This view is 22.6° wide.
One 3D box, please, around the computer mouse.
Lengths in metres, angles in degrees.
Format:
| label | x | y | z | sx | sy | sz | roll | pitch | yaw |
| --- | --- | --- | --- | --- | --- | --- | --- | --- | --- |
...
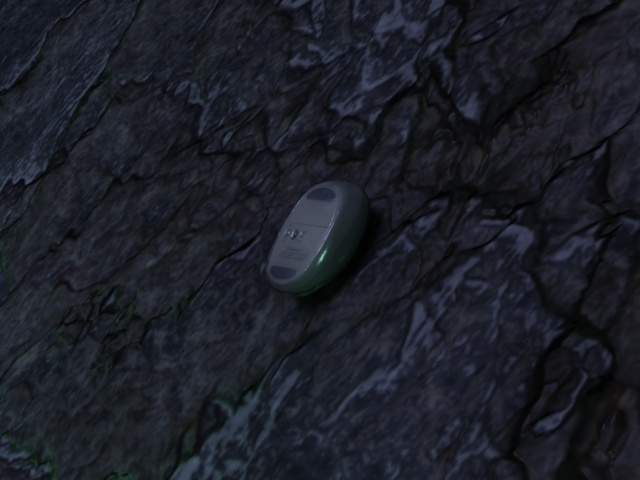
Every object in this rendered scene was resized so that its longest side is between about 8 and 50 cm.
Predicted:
| label | x | y | z | sx | sy | sz | roll | pitch | yaw |
| --- | --- | --- | --- | --- | --- | --- | --- | --- | --- |
| computer mouse | 0.002 | 0.001 | 1.142 | 0.066 | 0.039 | 0.096 | 9 | 68 | 54 |
